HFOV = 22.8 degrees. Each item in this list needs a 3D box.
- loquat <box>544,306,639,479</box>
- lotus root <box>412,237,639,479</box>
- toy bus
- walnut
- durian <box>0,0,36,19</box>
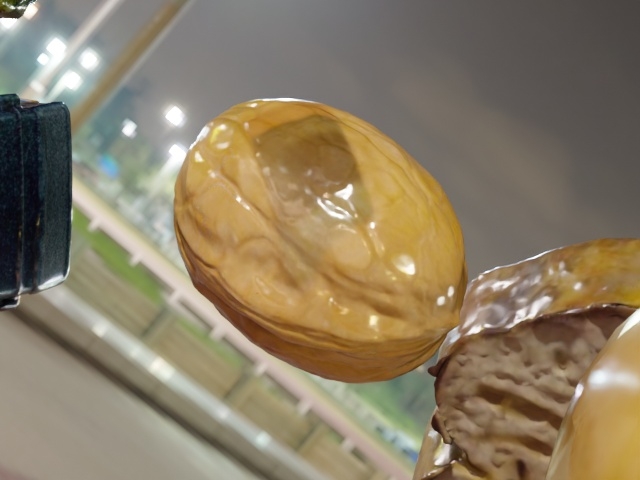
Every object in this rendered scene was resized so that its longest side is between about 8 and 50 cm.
[{"bbox_3d":[0.172,0.102,0.451,0.235,0.235,0.235,40,-3,3],"label":"loquat"},{"bbox_3d":[0.245,0.181,1.215,0.374,0.390,0.111,28,37,6],"label":"lotus root"},{"bbox_3d":[-0.356,-0.046,1.238,0.323,0.162,0.194,10,13,36],"label":"toy bus"},{"bbox_3d":[0.000,0.000,0.983,0.206,0.159,0.159,34,-5,23],"label":"walnut"},{"bbox_3d":[-0.165,-0.283,1.217,0.132,0.375,0.106,41,-11,9],"label":"durian"}]
